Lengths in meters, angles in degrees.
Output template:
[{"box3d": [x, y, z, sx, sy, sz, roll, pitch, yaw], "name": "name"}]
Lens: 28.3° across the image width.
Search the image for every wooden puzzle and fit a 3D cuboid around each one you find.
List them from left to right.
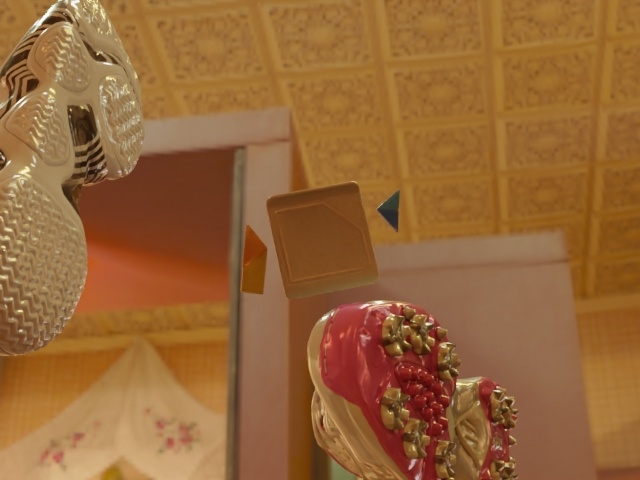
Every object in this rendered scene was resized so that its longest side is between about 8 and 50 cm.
[{"box3d": [0.000, 0.000, 0.874, 0.116, 0.078, 0.014, -4, -8, -9], "name": "wooden puzzle"}]

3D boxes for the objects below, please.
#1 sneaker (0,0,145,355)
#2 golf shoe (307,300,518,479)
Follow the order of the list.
[{"box3d": [-0.262, -0.051, 0.922, 0.210, 0.366, 0.137, -11, -52, 15], "name": "sneaker"}, {"box3d": [0.041, 0.124, 0.885, 0.140, 0.115, 0.306, -1, -24, 25], "name": "golf shoe"}]
